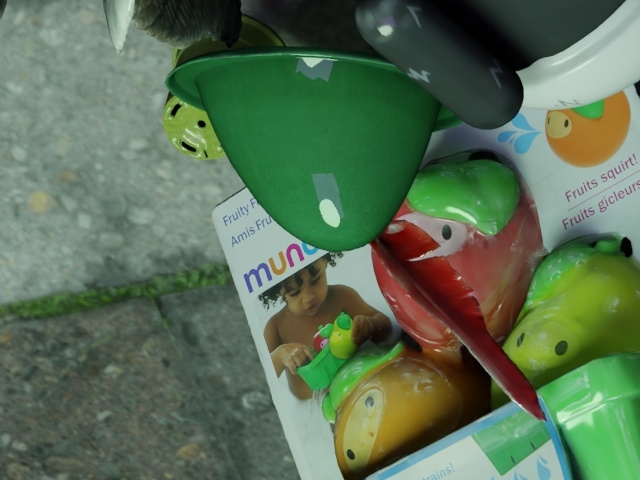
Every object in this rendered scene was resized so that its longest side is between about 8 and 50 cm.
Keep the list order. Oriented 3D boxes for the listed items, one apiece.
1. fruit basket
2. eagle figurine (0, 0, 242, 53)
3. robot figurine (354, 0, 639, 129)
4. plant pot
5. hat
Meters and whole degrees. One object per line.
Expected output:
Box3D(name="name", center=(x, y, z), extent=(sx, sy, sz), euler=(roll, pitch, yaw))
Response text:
Box3D(name="fruit basket", center=(0.089, 0.062, 1.107), extent=(0.327, 0.165, 0.353), euler=(-31, 73, 31))
Box3D(name="eagle figurine", center=(-0.108, -0.207, 0.945), extent=(0.226, 0.298, 0.225), euler=(-26, 91, 48))
Box3D(name="robot figurine", center=(0.090, -0.188, 0.946), extent=(0.209, 0.173, 0.278), euler=(-46, 124, 7))
Box3D(name="plant pot", center=(-0.066, -0.091, 1.159), extent=(0.083, 0.079, 0.083), euler=(7, 125, 11))
Box3D(name="hat", center=(0.000, 0.000, 1.018), extent=(0.173, 0.183, 0.208), euler=(14, 167, -40))
